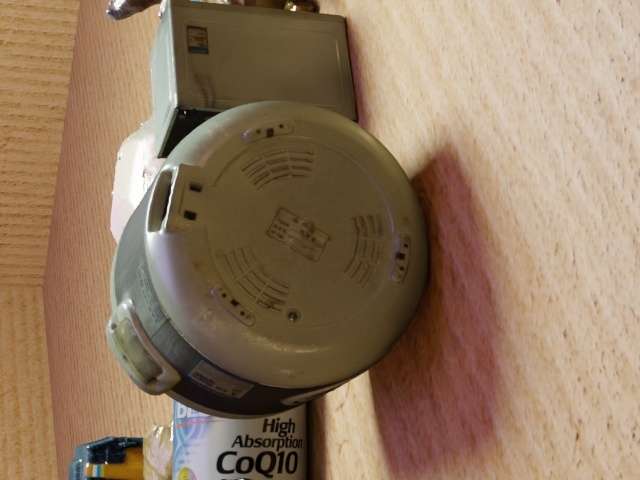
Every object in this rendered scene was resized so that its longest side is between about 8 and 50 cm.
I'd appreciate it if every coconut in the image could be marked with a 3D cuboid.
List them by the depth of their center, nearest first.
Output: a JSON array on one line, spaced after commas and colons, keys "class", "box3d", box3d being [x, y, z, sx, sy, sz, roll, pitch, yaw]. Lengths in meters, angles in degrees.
[{"class": "coconut", "box3d": [-0.144, -0.042, 1.762, 0.227, 0.227, 0.231, 144, 134, -69]}]

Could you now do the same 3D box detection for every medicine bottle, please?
[{"class": "medicine bottle", "box3d": [-0.093, 0.211, 1.671, 0.157, 0.157, 0.289, 151, 120, -70]}]

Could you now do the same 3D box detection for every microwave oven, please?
[{"class": "microwave oven", "box3d": [-0.079, -0.167, 1.598, 0.129, 0.205, 0.163, 122, 147, -58]}]

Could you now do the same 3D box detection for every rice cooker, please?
[{"class": "rice cooker", "box3d": [-0.058, 0.030, 1.383, 0.277, 0.288, 0.288, 138, 132, -65]}]

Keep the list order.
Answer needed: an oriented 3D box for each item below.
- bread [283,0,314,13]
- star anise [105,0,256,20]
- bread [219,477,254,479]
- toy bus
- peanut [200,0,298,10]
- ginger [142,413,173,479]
[{"class": "bread", "box3d": [-0.030, -0.247, 1.736, 0.047, 0.036, 0.083, -127, 41, -60]}, {"class": "star anise", "box3d": [-0.128, -0.391, 1.699, 0.349, 0.109, 0.293, 10, 86, 41]}, {"class": "bread", "box3d": [-0.084, 0.438, 1.488, 0.208, 0.251, 0.377, 49, 134, 43]}, {"class": "toy bus", "box3d": [-0.290, 0.462, 2.222, 0.162, 0.194, 0.324, 147, 123, -71]}, {"class": "peanut", "box3d": [-0.092, -0.337, 1.800, 0.129, 0.129, 0.224, 127, 144, -62]}, {"class": "ginger", "box3d": [-0.139, 0.319, 1.824, 0.221, 0.130, 0.276, -60, -33, -33]}]
